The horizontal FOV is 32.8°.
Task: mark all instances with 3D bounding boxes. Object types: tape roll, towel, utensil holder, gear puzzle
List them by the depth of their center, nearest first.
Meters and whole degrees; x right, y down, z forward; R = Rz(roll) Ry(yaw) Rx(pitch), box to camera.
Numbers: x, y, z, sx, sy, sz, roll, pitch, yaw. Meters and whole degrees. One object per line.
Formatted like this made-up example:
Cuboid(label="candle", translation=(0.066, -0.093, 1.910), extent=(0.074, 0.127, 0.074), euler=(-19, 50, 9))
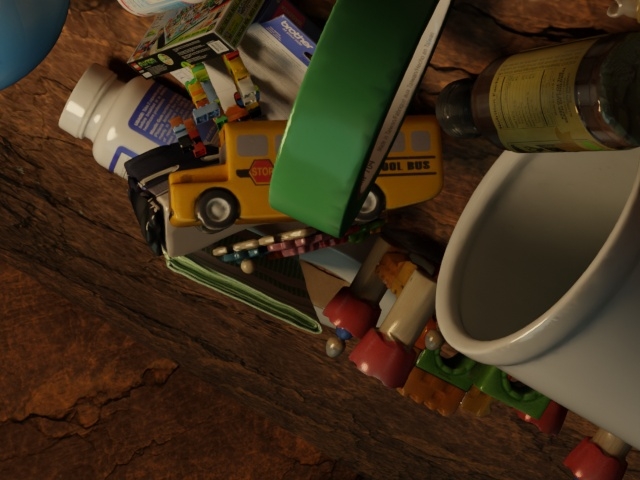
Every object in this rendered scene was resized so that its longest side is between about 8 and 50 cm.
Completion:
Cuboid(label="tape roll", translation=(0.051, -0.161, 1.036), extent=(0.077, 0.321, 0.321), euler=(24, 158, 6))
Cuboid(label="utensil holder", translation=(0.377, 0.066, 1.192), extent=(0.385, 0.327, 0.327), euler=(31, 158, -17))
Cuboid(label="gear puzzle", translation=(0.000, 0.000, 1.573), extent=(0.175, 0.044, 0.339), euler=(-12, 180, 32))
Cuboid(label="towel", translation=(-0.122, 0.027, 1.628), extent=(0.248, 0.038, 0.325), euler=(26, -170, -13))
Cuboid(label="tape roll", translation=(0.008, 0.053, 1.919), extent=(0.392, 0.072, 0.392), euler=(22, 158, 9))

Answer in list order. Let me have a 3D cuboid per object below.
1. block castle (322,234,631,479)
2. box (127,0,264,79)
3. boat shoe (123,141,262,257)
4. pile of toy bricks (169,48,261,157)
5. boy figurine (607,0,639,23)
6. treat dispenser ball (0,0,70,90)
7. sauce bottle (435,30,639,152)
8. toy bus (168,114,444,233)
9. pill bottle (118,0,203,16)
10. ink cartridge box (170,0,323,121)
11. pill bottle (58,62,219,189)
Cuboid(label="block castle", translation=(0.234, 0.197, 1.624), extent=(0.453, 0.212, 0.303), euler=(28, -173, -16))
Cuboid(label="box", translation=(-0.146, -0.263, 1.313), extent=(0.036, 0.114, 0.207), euler=(40, 155, -29))
Cuboid(label="boat shoe", translation=(-0.108, -0.096, 1.502), extent=(0.158, 0.341, 0.127), euler=(48, 145, 43))
Cuboid(label="pile of toy bricks", translation=(-0.142, -0.188, 1.367), extent=(0.212, 0.118, 0.105), euler=(108, 138, -80))
Cuboid(label="boy figurine", translation=(0.297, -0.233, 0.912), extent=(0.285, 0.092, 0.177), euler=(29, 156, 3))
Cuboid(label="treat dispenser ball", translation=(-0.444, -0.313, 1.297), extent=(0.288, 0.288, 0.288), euler=(23, 158, 10))
Cuboid(label="sauce bottle", translation=(0.228, -0.145, 1.115), extent=(0.111, 0.111, 0.344), euler=(34, 173, -19))
Cuboid(label="toy bus", translation=(-0.021, -0.081, 1.341), extent=(0.333, 0.130, 0.108), euler=(-3, 178, -10))
Cuboid(label="pill bottle", translation=(-0.168, -0.314, 1.257), extent=(0.160, 0.087, 0.087), euler=(0, 147, 48))
Cuboid(label="ink cartridge box", translation=(-0.059, -0.218, 1.387), extent=(0.186, 0.065, 0.311), euler=(38, 159, -27))
Cuboid(label="pill bottle", translation=(-0.244, -0.152, 1.627), extent=(0.272, 0.152, 0.152), euler=(30, 158, -6))
